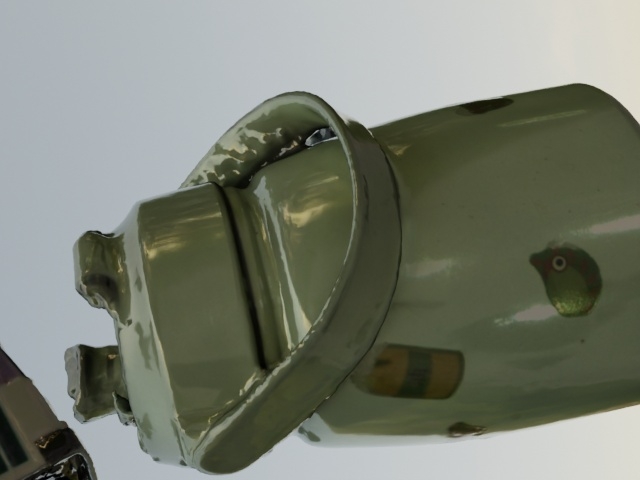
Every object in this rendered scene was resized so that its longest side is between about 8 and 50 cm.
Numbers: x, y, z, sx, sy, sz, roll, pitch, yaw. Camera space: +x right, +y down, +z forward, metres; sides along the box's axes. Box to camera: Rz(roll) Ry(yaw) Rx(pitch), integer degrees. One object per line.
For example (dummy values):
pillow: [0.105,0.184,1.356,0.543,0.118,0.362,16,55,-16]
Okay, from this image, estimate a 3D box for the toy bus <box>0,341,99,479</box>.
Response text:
toy bus: [-0.459,0.271,0.969,0.249,0.440,0.209,51,154,26]

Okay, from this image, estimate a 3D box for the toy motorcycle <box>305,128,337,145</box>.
toy motorcycle: [-0.006,0.001,0.836,0.239,0.108,0.204,-141,45,-61]

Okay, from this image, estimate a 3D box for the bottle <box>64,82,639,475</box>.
bottle: [0.017,0.023,0.601,0.229,0.352,0.229,171,90,-81]
